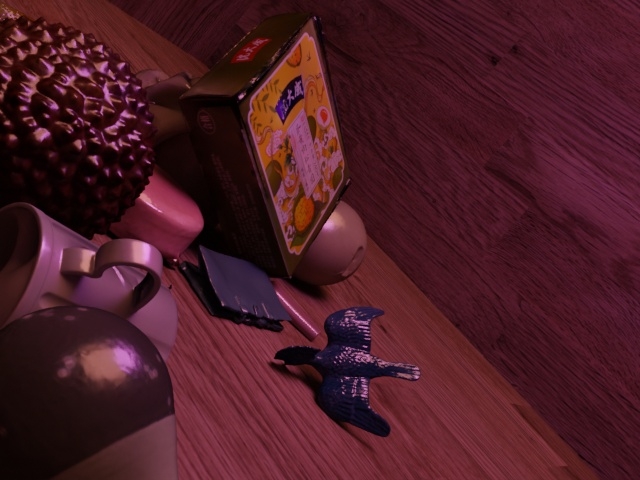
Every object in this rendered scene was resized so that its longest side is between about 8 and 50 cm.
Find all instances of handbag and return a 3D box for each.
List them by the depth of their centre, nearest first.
[{"bbox_3d":[-0.151,0.096,1.438,0.144,0.057,0.221,56,16,29],"label":"handbag"}]

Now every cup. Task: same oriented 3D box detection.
[{"bbox_3d":[-0.252,0.078,0.810,0.221,0.167,0.202,8,-19,42],"label":"cup"}]

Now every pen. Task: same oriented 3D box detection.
[{"bbox_3d":[-0.078,0.128,1.601,0.197,0.032,0.053,45,12,7],"label":"pen"}]

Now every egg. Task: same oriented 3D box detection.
[{"bbox_3d":[0.000,0.000,1.864,0.219,0.219,0.269,45,14,19],"label":"egg"}]

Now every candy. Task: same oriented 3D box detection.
[{"bbox_3d":[-0.317,-0.068,1.385,0.255,0.094,0.255,39,11,-9],"label":"candy"}]

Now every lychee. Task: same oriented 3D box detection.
[{"bbox_3d":[-0.366,-0.140,0.998,0.306,0.306,0.330,43,7,11],"label":"lychee"}]

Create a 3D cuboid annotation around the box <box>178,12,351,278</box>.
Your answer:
[{"bbox_3d":[-0.088,-0.194,1.587,0.373,0.138,0.420,-58,143,-44],"label":"box"}]

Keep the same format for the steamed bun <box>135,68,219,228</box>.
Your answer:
[{"bbox_3d":[-0.292,-0.226,1.673,0.342,0.255,0.368,31,17,-49],"label":"steamed bun"}]

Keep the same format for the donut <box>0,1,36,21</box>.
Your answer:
[{"bbox_3d":[-0.631,-0.401,1.591,0.272,0.107,0.272,37,12,-9],"label":"donut"}]

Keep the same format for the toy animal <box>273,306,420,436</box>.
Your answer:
[{"bbox_3d":[0.051,0.226,1.376,0.176,0.255,0.239,77,11,-68],"label":"toy animal"}]

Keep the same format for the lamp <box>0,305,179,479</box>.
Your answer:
[{"bbox_3d":[-0.201,0.211,0.664,0.182,0.181,0.314,1,74,-73],"label":"lamp"}]
